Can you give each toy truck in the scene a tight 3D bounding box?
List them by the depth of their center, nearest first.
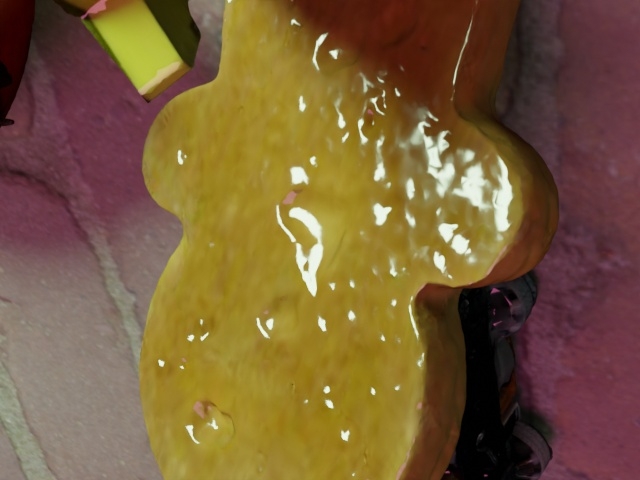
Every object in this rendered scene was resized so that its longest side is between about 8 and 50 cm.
[{"bbox_3d":[0.045,0.104,0.792,0.184,0.133,0.338,12,130,32],"label":"toy truck"}]

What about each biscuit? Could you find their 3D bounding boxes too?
[{"bbox_3d":[0.002,0.000,0.622,0.275,0.052,0.355,10,93,41],"label":"biscuit"}]

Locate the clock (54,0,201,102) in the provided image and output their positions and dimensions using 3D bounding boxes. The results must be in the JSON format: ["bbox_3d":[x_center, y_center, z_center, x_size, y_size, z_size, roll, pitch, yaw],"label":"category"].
[{"bbox_3d":[-0.130,-0.224,0.505,0.071,0.277,0.293,-34,122,19],"label":"clock"}]

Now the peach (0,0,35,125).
[{"bbox_3d":[-0.320,-0.156,0.716,0.257,0.201,0.361,14,157,-26],"label":"peach"}]
